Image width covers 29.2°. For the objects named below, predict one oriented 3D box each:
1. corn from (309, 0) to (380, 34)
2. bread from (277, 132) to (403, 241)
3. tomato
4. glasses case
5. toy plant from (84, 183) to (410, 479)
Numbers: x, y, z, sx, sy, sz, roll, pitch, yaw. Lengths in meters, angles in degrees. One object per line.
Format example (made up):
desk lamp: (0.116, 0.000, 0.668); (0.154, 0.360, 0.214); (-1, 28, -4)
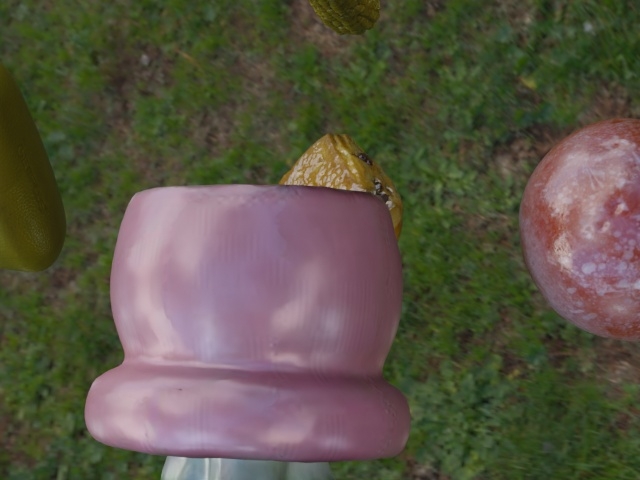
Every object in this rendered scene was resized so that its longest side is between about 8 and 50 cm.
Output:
corn: (0.023, -0.357, 1.725); (0.097, 0.320, 0.097); (-1, 85, 11)
bread: (0.000, 0.000, 1.487); (0.235, 0.099, 0.210); (-52, 29, 13)
tomato: (0.355, -0.012, 1.482); (0.227, 0.270, 0.270); (-13, 71, 17)
glasses case: (-0.488, -0.098, 1.848); (0.141, 0.371, 0.173); (8, 45, 22)
toy plant: (-0.021, 0.139, 0.797); (0.317, 0.210, 0.356); (1, 79, 2)
